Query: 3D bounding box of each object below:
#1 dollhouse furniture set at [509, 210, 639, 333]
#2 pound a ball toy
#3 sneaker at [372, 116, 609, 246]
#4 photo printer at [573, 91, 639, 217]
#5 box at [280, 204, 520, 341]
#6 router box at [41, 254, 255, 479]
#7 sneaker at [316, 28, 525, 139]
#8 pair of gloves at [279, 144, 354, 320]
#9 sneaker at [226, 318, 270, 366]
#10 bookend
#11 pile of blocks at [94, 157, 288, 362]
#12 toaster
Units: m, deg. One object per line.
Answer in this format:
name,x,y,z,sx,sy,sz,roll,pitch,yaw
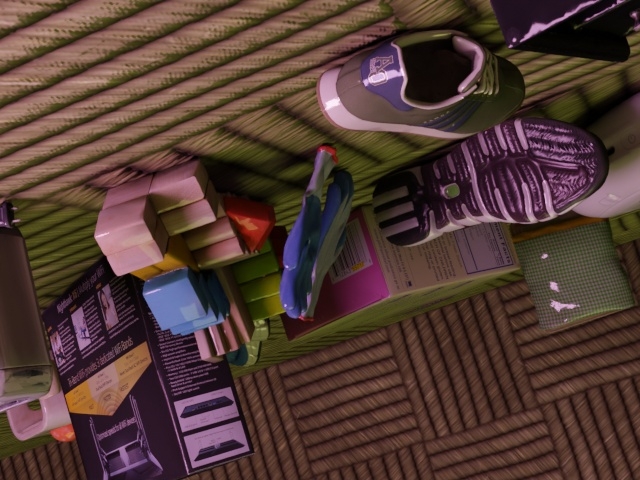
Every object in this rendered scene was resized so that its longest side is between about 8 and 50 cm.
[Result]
dollhouse furniture set,0.459,0.007,1.811,0.301,0.197,0.151,-20,172,6
pound a ball toy,-0.331,0.220,1.762,0.319,0.135,0.208,-10,168,-42
sneaker,0.202,-0.071,1.239,0.281,0.106,0.162,-12,-178,41
photo printer,0.431,-0.118,1.318,0.307,0.107,0.256,-15,170,-15
box,0.093,0.030,1.515,0.243,0.117,0.213,-9,167,-40
router box,-0.200,0.150,1.274,0.081,0.243,0.309,-12,170,-31
sneaker,0.097,-0.115,0.839,0.192,0.064,0.086,-7,171,-37
pair of gloves,0.000,0.000,1.101,0.023,0.159,0.198,14,173,12
sneaker,-0.148,0.090,1.483,0.147,0.129,0.330,-2,165,-7
bookend,0.198,-0.172,0.679,0.156,0.072,0.157,-25,169,36
pile of blocks,-0.080,0.022,1.048,0.113,0.149,0.362,-19,170,9
toaster,-0.310,0.075,0.932,0.227,0.146,0.129,-21,171,16
